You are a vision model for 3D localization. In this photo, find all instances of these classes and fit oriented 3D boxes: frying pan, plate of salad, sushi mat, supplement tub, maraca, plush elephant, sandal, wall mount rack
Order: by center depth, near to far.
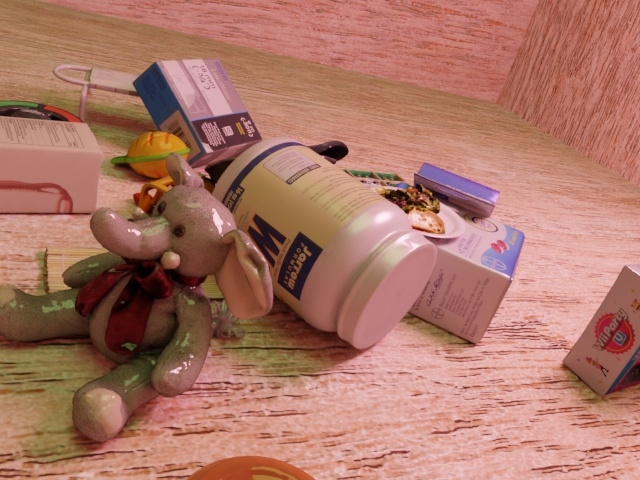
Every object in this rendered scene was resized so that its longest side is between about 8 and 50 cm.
[{"bbox_3d":[-0.204,0.041,0.743,0.330,0.255,0.272,-10,37,-43],"label":"plush elephant"},{"bbox_3d":[-0.275,0.052,0.950,0.317,0.019,0.151,2,31,-29],"label":"sushi mat"},{"bbox_3d":[0.000,0.000,0.961,0.325,0.235,0.235,37,32,26],"label":"supplement tub"},{"bbox_3d":[0.175,-0.063,1.080,0.200,0.048,0.200,13,26,-7],"label":"plate of salad"},{"bbox_3d":[-0.165,-0.125,1.184,0.197,0.053,0.326,-2,-6,-40],"label":"frying pan"},{"bbox_3d":[-0.370,-0.185,1.279,0.186,0.099,0.127,0,14,28],"label":"maraca"},{"bbox_3d":[-0.511,-0.379,1.547,0.350,0.130,0.304,7,31,-20],"label":"wall mount rack"},{"bbox_3d":[-0.020,-0.214,1.570,0.255,0.097,0.054,-16,71,-44],"label":"sandal"}]

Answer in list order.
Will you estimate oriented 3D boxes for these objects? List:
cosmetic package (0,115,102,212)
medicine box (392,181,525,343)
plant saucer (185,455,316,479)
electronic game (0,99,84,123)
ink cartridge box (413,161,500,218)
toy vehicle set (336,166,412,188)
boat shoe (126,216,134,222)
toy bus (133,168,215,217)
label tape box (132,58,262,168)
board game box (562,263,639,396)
[{"bbox_3d":[-0.553,-0.134,1.021,0.296,0.129,0.153,-1,30,-32],"label":"cosmetic package"},{"bbox_3d":[0.226,0.029,1.156,0.289,0.149,0.263,25,27,15],"label":"medicine box"},{"bbox_3d":[-0.059,0.292,0.589,0.200,0.037,0.200,14,27,-7],"label":"plant saucer"},{"bbox_3d":[-0.648,-0.265,1.313,0.229,0.048,0.229,13,26,-7],"label":"electronic game"},{"bbox_3d":[0.303,-0.092,1.339,0.176,0.069,0.371,24,-3,13],"label":"ink cartridge box"},{"bbox_3d":[0.131,-0.141,1.559,0.267,0.035,0.166,1,30,-30],"label":"toy vehicle set"},{"bbox_3d":[-0.296,-0.011,1.012,0.142,0.049,0.040,11,28,36],"label":"boat shoe"},{"bbox_3d":[-0.253,-0.083,1.131,0.191,0.104,0.202,5,29,-24],"label":"toy bus"},{"bbox_3d":[-0.265,-0.326,1.469,0.334,0.106,0.240,-30,92,-56],"label":"label tape box"},{"bbox_3d":[0.614,0.150,1.071,0.304,0.224,0.097,-2,34,-34],"label":"board game box"}]
